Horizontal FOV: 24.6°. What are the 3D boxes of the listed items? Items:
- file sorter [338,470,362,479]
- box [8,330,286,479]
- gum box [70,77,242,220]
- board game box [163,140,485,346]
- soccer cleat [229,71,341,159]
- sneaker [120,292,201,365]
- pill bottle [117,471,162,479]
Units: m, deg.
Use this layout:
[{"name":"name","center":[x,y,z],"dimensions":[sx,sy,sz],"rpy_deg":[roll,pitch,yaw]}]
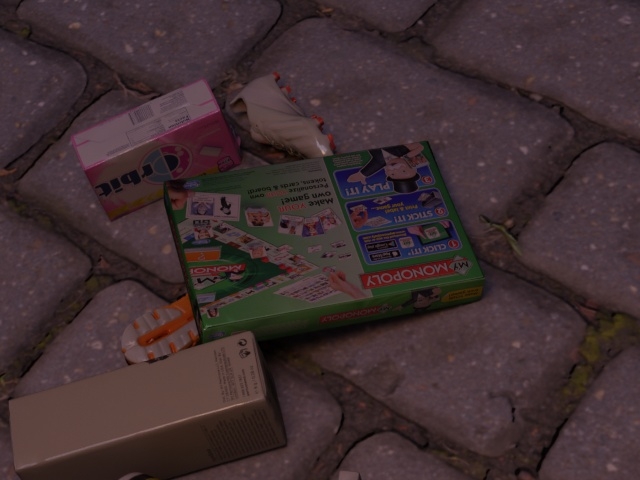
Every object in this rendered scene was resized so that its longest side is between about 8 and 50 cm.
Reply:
[{"name":"file sorter","center":[0.099,0.376,1.316],"dimensions":[0.173,0.193,0.278],"rpy_deg":[0,56,10]},{"name":"box","center":[-0.183,0.194,1.561],"dimensions":[0.275,0.113,0.094],"rpy_deg":[-15,53,1]},{"name":"gum box","center":[-0.193,-0.112,1.778],"dimensions":[0.188,0.107,0.062],"rpy_deg":[-24,54,-4]},{"name":"board game box","center":[0.000,0.000,1.643],"dimensions":[0.317,0.046,0.213],"rpy_deg":[-9,53,-12]},{"name":"soccer cleat","center":[-0.041,-0.132,1.787],"dimensions":[0.076,0.068,0.196],"rpy_deg":[-35,48,-6]},{"name":"sneaker","center":[-0.124,0.096,1.637],"dimensions":[0.215,0.083,0.084],"rpy_deg":[-22,56,-20]},{"name":"pill bottle","center":[-0.119,0.317,1.452],"dimensions":[0.208,0.119,0.119],"rpy_deg":[17,61,24]}]
